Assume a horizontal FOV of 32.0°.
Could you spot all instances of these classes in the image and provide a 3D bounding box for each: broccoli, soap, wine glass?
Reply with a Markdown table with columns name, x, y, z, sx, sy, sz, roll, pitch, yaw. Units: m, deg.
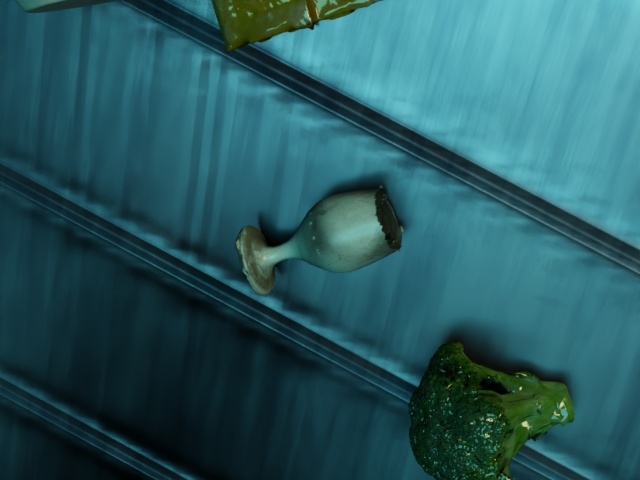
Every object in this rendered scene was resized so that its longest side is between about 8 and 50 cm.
| name | x | y | z | sx | sy | sz | roll | pitch | yaw |
| --- | --- | --- | --- | --- | --- | --- | --- | --- | --- |
| broccoli | 0.268 | 0.293 | 1.738 | 0.269 | 0.254 | 0.269 | -11 | 129 | -14 |
| soap | -0.051 | -0.438 | 1.592 | 0.259 | 0.143 | 0.281 | -15 | 99 | 15 |
| wine glass | 0.000 | 0.000 | 1.734 | 0.241 | 0.126 | 0.126 | -16 | 104 | 21 |

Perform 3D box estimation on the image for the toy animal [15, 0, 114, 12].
| name | x | y | z | sx | sy | sz | roll | pitch | yaw |
| --- | --- | --- | --- | --- | --- | --- | --- | --- | --- |
| toy animal | -0.374 | -0.511 | 1.594 | 0.241 | 0.196 | 0.367 | 2 | 102 | 1 |
